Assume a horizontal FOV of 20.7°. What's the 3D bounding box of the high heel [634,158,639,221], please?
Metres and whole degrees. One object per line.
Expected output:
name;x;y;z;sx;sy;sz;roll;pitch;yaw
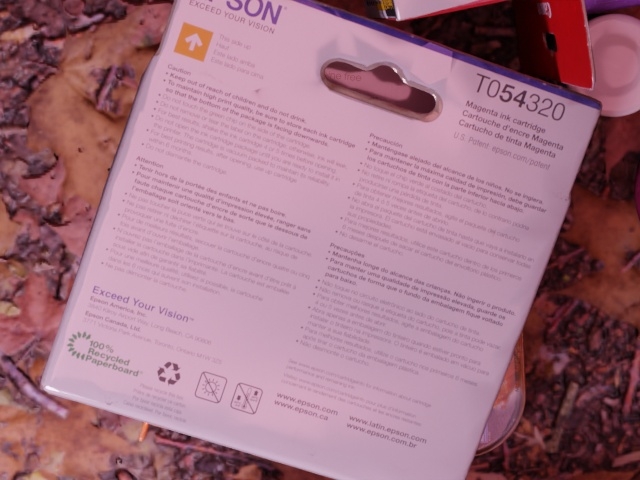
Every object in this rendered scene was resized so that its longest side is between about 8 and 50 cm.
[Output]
high heel;0.375;-0.067;1.422;0.244;0.082;0.117;-9;134;-16

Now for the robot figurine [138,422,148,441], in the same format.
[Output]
robot figurine;-0.089;0.062;1.384;0.219;0.158;0.128;-42;69;3

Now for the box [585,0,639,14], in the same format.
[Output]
box;0.243;-0.321;1.318;0.201;0.057;0.293;-10;70;-1

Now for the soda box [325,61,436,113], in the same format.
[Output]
soda box;-0.014;-0.119;1.389;0.216;0.074;0.069;4;97;-2

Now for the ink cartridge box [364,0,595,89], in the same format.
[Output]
ink cartridge box;0.091;-0.235;1.259;0.130;0.309;0.272;-11;97;0

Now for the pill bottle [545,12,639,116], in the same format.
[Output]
pill bottle;0.215;-0.138;1.361;0.078;0.137;0.078;0;97;-3

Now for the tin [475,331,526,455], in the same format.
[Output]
tin;0.112;0.082;1.438;0.106;0.040;0.190;-3;97;-5

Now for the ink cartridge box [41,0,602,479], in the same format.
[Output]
ink cartridge box;0.000;0.000;1.283;0.324;0.071;0.330;19;96;-10
